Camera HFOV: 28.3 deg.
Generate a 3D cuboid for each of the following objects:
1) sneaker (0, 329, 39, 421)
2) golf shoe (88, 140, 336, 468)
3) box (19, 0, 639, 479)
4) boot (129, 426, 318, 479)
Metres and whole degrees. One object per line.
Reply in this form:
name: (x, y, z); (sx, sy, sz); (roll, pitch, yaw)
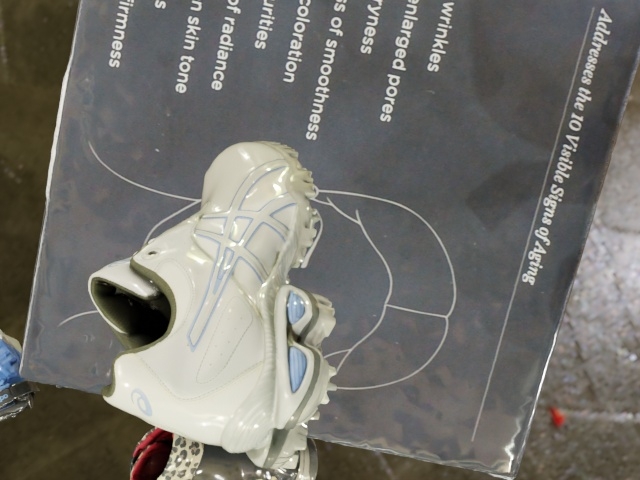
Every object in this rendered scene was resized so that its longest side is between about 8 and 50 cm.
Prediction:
sneaker: (-0.319, 0.130, 1.221); (0.152, 0.058, 0.084); (62, 3, -72)
golf shoe: (-0.046, 0.009, 0.498); (0.086, 0.069, 0.176); (12, 31, -15)
box: (0.006, -0.081, 1.219); (0.472, 0.479, 0.297); (13, 17, -2)
boot: (-0.134, 0.267, 1.351); (0.179, 0.236, 0.085); (15, 45, -33)
